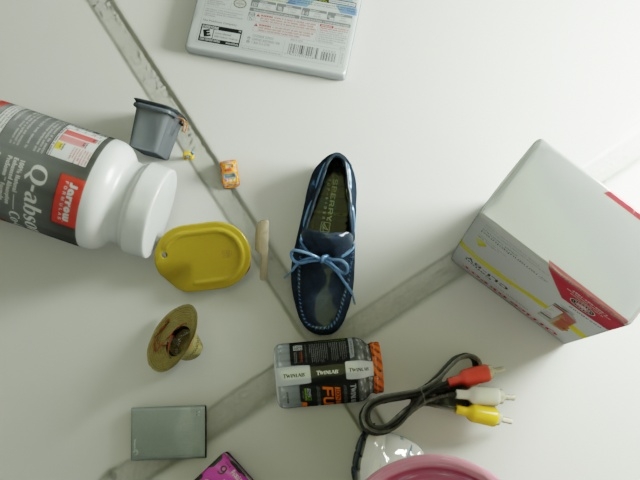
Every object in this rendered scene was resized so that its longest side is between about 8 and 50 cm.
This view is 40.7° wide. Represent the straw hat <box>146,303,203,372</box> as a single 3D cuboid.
[{"bbox_3d":[-0.249,0.189,1.574,0.061,0.144,0.145,36,76,-34],"label":"straw hat"}]

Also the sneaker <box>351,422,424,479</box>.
[{"bbox_3d":[0.102,0.474,1.491,0.129,0.111,0.297,15,78,-1],"label":"sneaker"}]

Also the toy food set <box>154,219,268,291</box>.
[{"bbox_3d":[-0.198,0.023,1.623,0.217,0.071,0.128,-5,100,1],"label":"toy food set"}]

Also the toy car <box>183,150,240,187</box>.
[{"bbox_3d":[-0.214,-0.139,1.668,0.122,0.040,0.060,9,77,2],"label":"toy car"}]

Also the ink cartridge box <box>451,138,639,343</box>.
[{"bbox_3d":[0.393,0.022,1.455,0.279,0.385,0.160,38,83,8],"label":"ink cartridge box"}]

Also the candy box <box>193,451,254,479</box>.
[{"bbox_3d":[-0.199,0.506,1.499,0.233,0.071,0.159,-43,81,-9],"label":"candy box"}]

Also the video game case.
[{"bbox_3d":[-0.082,-0.494,1.756,0.328,0.036,0.300,11,77,4],"label":"video game case"}]

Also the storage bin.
[{"bbox_3d":[-0.309,-0.206,1.645,0.098,0.135,0.091,15,88,3],"label":"storage bin"}]

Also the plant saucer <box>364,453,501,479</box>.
[{"bbox_3d":[0.184,0.508,1.362,0.332,0.084,0.332,-3,75,13],"label":"plant saucer"}]

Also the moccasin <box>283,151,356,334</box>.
[{"bbox_3d":[0.000,0.000,1.595,0.137,0.117,0.342,0,77,0],"label":"moccasin"}]

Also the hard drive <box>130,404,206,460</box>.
[{"bbox_3d":[-0.275,0.348,1.561,0.135,0.022,0.094,-2,77,0],"label":"hard drive"}]

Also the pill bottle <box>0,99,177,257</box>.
[{"bbox_3d":[-0.461,-0.107,1.571,0.362,0.210,0.210,18,77,2],"label":"pill bottle"}]

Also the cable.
[{"bbox_3d":[0.206,0.268,1.524,0.287,0.072,0.140,-1,73,-20],"label":"cable"}]

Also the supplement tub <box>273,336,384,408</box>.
[{"bbox_3d":[0.015,0.235,1.540,0.190,0.117,0.117,-5,77,0],"label":"supplement tub"}]
